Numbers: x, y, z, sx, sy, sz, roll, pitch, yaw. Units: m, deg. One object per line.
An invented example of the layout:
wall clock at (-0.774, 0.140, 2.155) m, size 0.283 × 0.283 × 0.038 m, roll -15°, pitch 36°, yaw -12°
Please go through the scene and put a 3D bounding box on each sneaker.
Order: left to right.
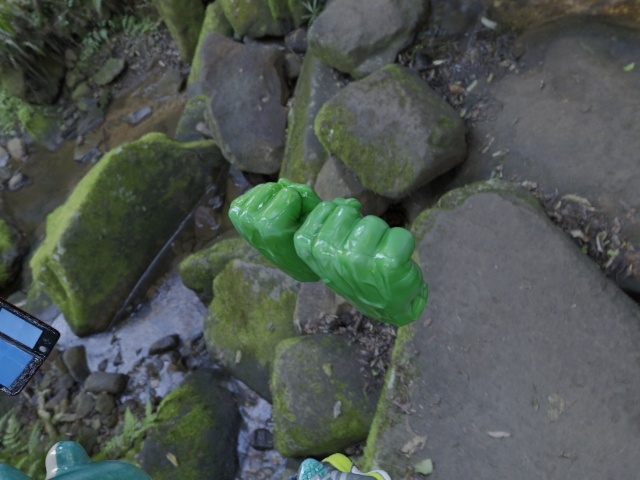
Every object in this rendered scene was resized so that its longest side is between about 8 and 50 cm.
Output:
sneaker at (-0.013, 0.401, 0.739) m, size 0.065 × 0.166 × 0.076 m, roll -18°, pitch 15°, yaw -29°
sneaker at (0.038, 0.460, 0.853) m, size 0.300 × 0.121 × 0.111 m, roll 150°, pitch 115°, yaw -62°

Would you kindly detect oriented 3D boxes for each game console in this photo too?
game console at (-0.579, 0.192, 0.889) m, size 0.124 × 0.144 × 0.085 m, roll -48°, pitch 15°, yaw 28°

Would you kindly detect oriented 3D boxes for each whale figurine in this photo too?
whale figurine at (-0.265, 0.323, 0.547) m, size 0.141 × 0.272 × 0.216 m, roll -20°, pitch 51°, yaw -7°

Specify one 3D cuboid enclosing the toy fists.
toy fists at (0.000, 0.000, 0.578) m, size 0.279 × 0.142 × 0.096 m, roll 23°, pitch 76°, yaw 43°
